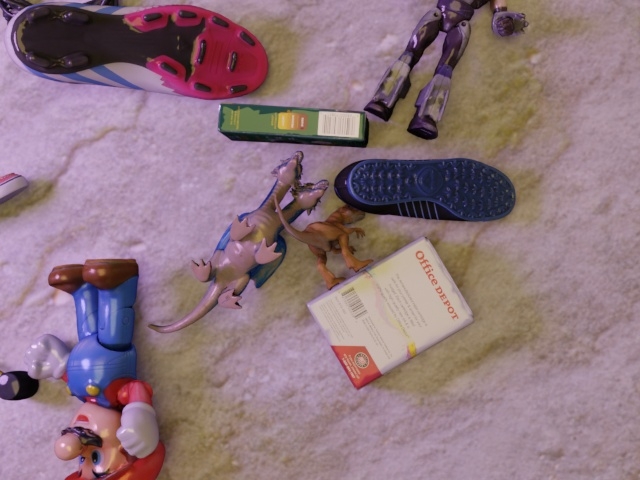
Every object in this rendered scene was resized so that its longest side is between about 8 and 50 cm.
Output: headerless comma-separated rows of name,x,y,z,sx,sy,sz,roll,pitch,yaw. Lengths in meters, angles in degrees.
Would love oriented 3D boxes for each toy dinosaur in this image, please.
toy dinosaur,0.000,0.000,1.294,0.064,0.211,0.112,-37,81,23

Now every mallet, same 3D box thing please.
mallet,-0.461,0.153,1.384,0.190,0.062,0.039,30,90,4

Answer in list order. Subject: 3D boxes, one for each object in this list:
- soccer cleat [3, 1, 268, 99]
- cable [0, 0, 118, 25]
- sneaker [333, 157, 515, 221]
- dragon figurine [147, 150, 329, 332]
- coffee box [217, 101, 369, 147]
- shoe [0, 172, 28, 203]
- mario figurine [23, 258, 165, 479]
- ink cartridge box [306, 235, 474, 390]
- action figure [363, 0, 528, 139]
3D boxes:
soccer cleat,-0.236,-0.249,1.358,0.331,0.143,0.116,5,95,-20
cable,-0.343,-0.353,1.397,0.185,0.047,0.150,-11,84,6
sneaker,0.130,-0.067,1.347,0.232,0.090,0.081,7,89,-18
dragon figurine,-0.096,0.017,1.350,0.085,0.144,0.289,39,111,2
coffee box,-0.032,-0.146,1.336,0.184,0.113,0.040,4,91,5
shoe,-0.479,-0.068,1.387,0.178,0.063,0.081,-24,93,7
mario figurine,-0.289,0.185,1.313,0.170,0.198,0.320,-6,85,-9
ink cartridge box,0.090,0.091,1.344,0.175,0.072,0.127,-30,87,3
action figure,0.162,-0.272,1.335,0.185,0.099,0.285,24,88,9
